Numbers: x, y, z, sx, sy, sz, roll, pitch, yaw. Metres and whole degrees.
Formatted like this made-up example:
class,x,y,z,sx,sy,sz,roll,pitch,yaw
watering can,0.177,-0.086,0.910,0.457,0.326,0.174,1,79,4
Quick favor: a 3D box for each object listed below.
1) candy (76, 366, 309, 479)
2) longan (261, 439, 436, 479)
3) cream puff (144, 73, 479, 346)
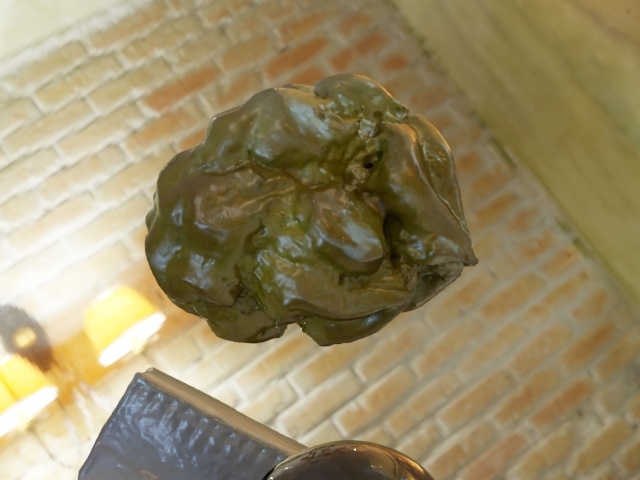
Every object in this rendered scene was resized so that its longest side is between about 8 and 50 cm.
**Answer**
class,x,y,z,sx,sy,sz,roll,pitch,yaw
candy,-0.163,0.353,1.913,0.208,0.359,0.145,-64,-2,2
longan,0.037,0.396,1.615,0.297,0.297,0.297,-36,-7,-5
cream puff,-0.001,0.001,1.323,0.324,0.257,0.291,-18,-38,-41
